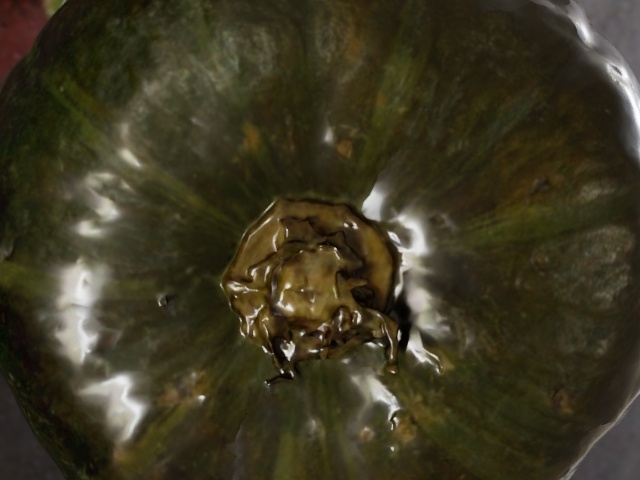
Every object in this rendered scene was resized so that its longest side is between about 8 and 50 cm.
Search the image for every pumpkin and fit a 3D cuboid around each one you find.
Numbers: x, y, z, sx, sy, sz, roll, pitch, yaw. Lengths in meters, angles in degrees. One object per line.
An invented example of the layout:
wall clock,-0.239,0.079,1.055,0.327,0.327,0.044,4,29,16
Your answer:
pumpkin,0.000,0.000,0.607,0.157,0.223,0.224,-105,-145,-79
